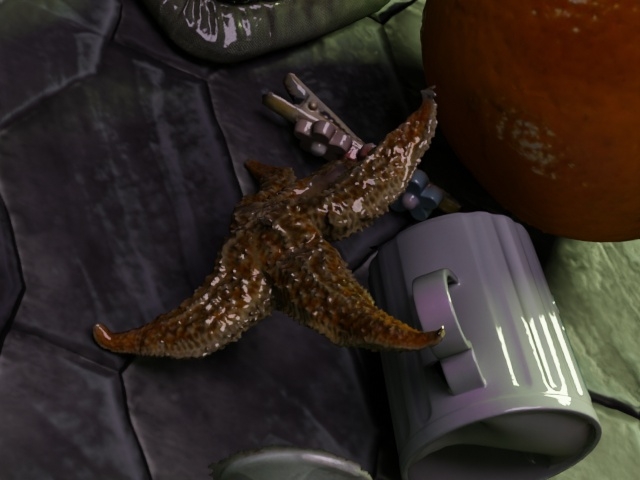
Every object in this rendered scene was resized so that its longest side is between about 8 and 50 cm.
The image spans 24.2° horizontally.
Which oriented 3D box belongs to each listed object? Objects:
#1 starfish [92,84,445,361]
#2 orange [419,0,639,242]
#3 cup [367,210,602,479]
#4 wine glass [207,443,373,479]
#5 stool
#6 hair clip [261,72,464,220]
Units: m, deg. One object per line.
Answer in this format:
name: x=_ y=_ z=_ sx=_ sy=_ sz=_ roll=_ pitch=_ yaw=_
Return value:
starfish: x=0.001 y=-0.019 z=1.211 sx=0.084 sy=0.301 sz=0.293 roll=62 pitch=38 yaw=-28
orange: x=0.265 y=-0.210 z=1.383 sx=0.326 sy=0.424 sz=0.424 roll=19 pitch=49 yaw=8
cup: x=0.133 y=0.080 z=1.239 sx=0.167 sy=0.221 sz=0.202 roll=-4 pitch=58 yaw=-13
wine glass: x=-0.030 y=0.307 z=1.044 sx=0.143 sy=0.143 sz=0.321 roll=19 pitch=54 yaw=-19
stool: x=-0.048 y=-0.365 z=1.417 sx=0.310 sy=0.226 sz=0.310 roll=-28 pitch=78 yaw=-40
hair clip: x=0.037 y=-0.077 z=1.387 sx=0.214 sy=0.062 sz=0.056 roll=38 pitch=60 yaw=-2
